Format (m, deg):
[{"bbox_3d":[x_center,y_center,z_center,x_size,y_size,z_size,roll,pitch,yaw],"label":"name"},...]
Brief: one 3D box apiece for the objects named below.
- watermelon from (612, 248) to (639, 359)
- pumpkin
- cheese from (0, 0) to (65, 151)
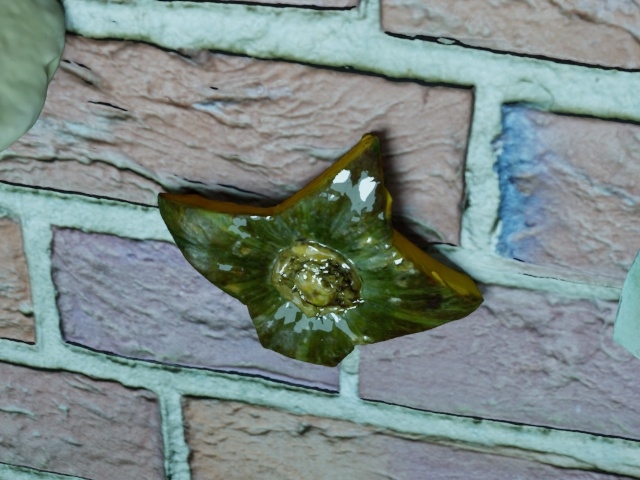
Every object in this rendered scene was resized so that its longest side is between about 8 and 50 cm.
[{"bbox_3d":[0.483,0.103,1.332,0.387,0.258,0.228,9,134,7],"label":"watermelon"},{"bbox_3d":[-0.006,0.021,1.536,0.290,0.095,0.258,-18,118,26],"label":"pumpkin"},{"bbox_3d":[-0.402,-0.207,1.360,0.115,0.326,0.318,-25,80,40],"label":"cheese"}]
